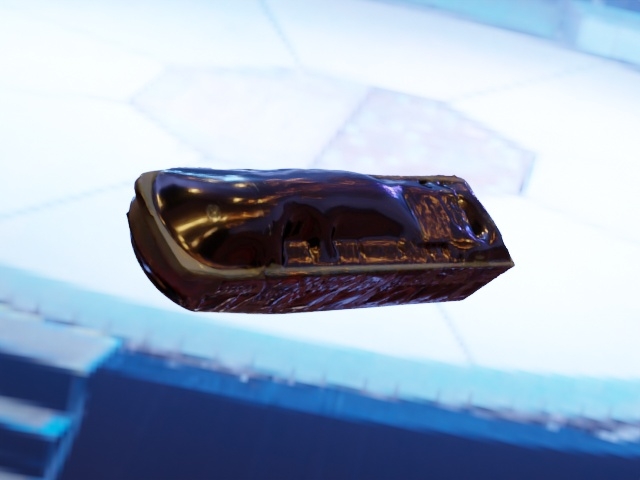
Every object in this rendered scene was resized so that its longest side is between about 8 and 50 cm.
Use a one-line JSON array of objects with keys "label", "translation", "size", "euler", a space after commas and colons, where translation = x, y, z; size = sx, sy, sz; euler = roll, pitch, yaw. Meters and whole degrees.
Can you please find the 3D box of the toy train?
[{"label": "toy train", "translation": [0.000, 0.000, 0.638], "size": [0.207, 0.047, 0.043], "euler": [0, 57, -57]}]
